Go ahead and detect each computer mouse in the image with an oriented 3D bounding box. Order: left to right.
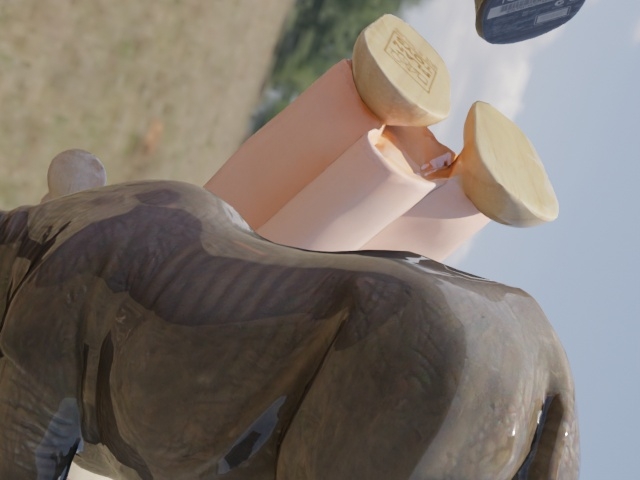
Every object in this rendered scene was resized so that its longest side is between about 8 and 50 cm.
[{"bbox_3d":[0.192,-0.244,1.347,0.262,0.184,0.060,80,-11,-68],"label":"computer mouse"}]

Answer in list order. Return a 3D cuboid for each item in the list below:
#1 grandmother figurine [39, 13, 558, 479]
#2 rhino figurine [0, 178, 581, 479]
[{"bbox_3d":[-0.059,0.039,0.893,0.342,0.208,0.104,-43,-176,24],"label":"grandmother figurine"},{"bbox_3d":[-0.042,0.037,0.429,0.073,0.243,0.106,33,78,-48],"label":"rhino figurine"}]
